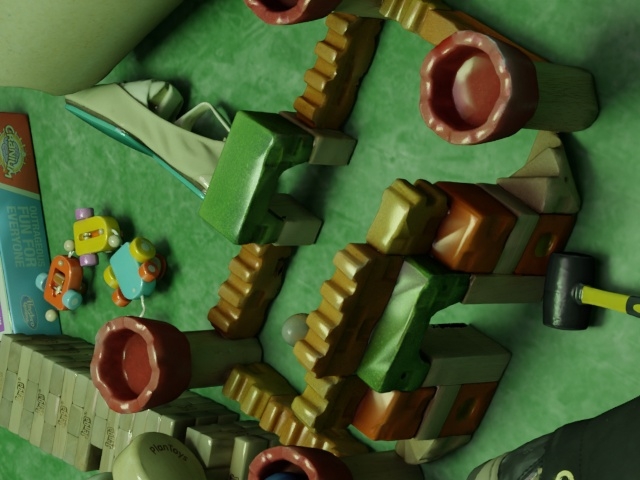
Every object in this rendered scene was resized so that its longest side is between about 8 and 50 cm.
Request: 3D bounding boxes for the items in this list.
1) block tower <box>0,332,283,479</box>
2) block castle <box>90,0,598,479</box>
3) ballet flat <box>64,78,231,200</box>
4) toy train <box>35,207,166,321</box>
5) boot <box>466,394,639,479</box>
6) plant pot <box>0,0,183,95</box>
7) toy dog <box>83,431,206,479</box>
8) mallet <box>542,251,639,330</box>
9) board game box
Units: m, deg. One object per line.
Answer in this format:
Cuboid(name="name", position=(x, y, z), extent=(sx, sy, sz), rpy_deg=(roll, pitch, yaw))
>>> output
Cuboid(name="block tower", position=(-0.184, 0.175, 1.737), extent=(0.335, 0.091, 0.097), rpy_deg=(18, 101, 39))
Cuboid(name="block castle", position=(0.000, 0.000, 1.497), extent=(0.303, 0.213, 0.453), rpy_deg=(36, 113, 35))
Cuboid(name="ballet flat", position=(-0.140, -0.103, 1.716), extent=(0.248, 0.086, 0.086), rpy_deg=(34, 111, 34))
Cuboid(name="toy train", position=(-0.207, 0.037, 1.788), extent=(0.166, 0.046, 0.125), rpy_deg=(24, 107, 41))
Cuboid(name="boot", position=(0.282, 0.265, 1.310), extent=(0.284, 0.138, 0.377), rpy_deg=(-41, 58, 33))
Cuboid(name="plant pot", position=(-0.216, -0.304, 1.643), extent=(0.305, 0.334, 0.334), rpy_deg=(-46, 62, 44))
Cuboid(name="toy dog", position=(-0.148, 0.315, 1.539), extent=(0.333, 0.161, 0.220), rpy_deg=(40, 116, 34))
Cuboid(name="mallet", position=(0.228, 0.057, 1.378), extent=(0.189, 0.039, 0.062), rpy_deg=(28, 111, 59))
Cuboid(name="board game box", position=(-0.418, 0.019, 1.954), extent=(0.316, 0.064, 0.242), rpy_deg=(-16, 80, 40))
